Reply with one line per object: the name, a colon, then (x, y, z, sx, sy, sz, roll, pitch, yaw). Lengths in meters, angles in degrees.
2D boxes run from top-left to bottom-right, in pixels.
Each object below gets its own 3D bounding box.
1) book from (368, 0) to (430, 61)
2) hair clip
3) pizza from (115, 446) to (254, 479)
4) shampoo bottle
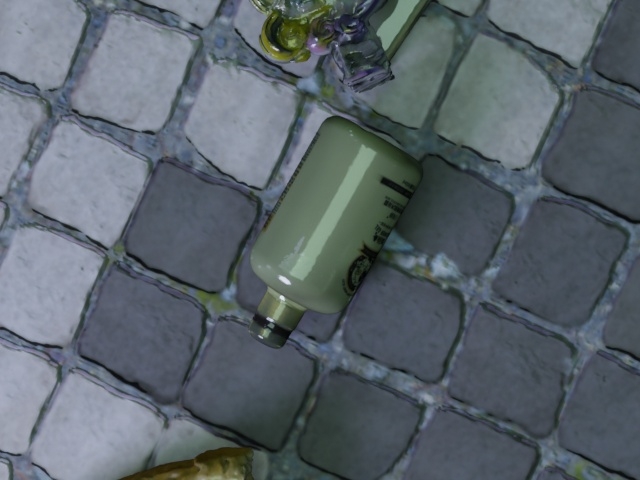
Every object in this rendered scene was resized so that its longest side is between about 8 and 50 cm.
book: (-0.039, -0.323, 1.238, 0.371, 0.043, 0.260, 35, 93, 7)
hair clip: (-0.001, -0.182, 1.200, 0.116, 0.049, 0.172, -24, 80, -6)
pizza: (-0.123, 0.313, 1.216, 0.280, 0.075, 0.288, -23, 87, 10)
shampoo bottle: (0.000, 0.000, 1.203, 0.079, 0.079, 0.162, 30, 92, 7)
